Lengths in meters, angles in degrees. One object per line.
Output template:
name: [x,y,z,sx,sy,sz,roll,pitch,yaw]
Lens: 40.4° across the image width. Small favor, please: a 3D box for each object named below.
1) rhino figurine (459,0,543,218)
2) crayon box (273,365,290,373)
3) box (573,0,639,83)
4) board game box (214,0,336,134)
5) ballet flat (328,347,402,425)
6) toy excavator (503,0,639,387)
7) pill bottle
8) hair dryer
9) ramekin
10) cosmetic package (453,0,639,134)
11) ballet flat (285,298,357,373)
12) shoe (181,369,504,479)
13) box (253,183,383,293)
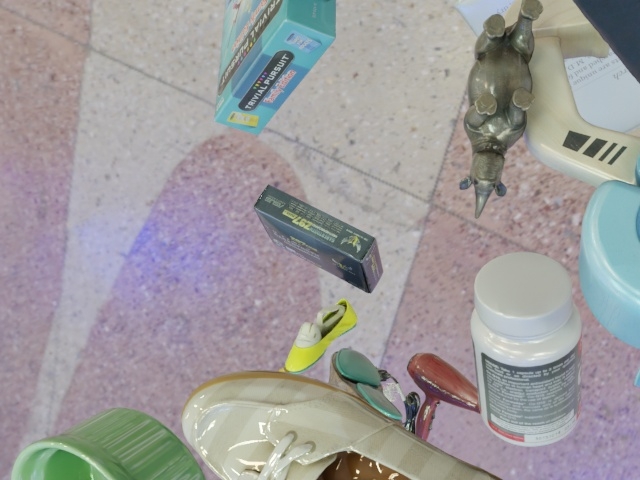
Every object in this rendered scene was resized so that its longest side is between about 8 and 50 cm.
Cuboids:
rhino figurine: [0.196,-0.141,0.972,0.073,0.106,0.243,10,81,3]
crayon box: [-0.121,0.425,2.027,0.323,0.083,0.203,-32,81,39]
box: [0.261,-0.251,0.459,0.293,0.395,0.212,-23,58,31]
board game box: [-0.066,-0.367,1.291,0.254,0.079,0.336,-42,40,52]
ballet flat: [0.062,0.294,1.580,0.107,0.316,0.106,23,99,-12]
toy excavator: [0.354,-0.052,0.956,0.445,0.222,0.433,21,76,19]
pill bottle: [0.312,0.166,1.315,0.161,0.161,0.283,14,137,29]
hair dryer: [0.243,0.351,1.892,0.293,0.080,0.224,-21,94,47]
ramekin: [-0.304,0.400,1.305,0.303,0.148,0.303,14,116,30]
cosmetic package: [0.445,-0.422,1.484,0.327,0.329,0.393,-29,127,24]
ballet flat: [-0.003,0.202,1.916,0.077,0.231,0.077,9,122,40]
shoe: [0.022,0.133,0.487,0.219,0.058,0.077,20,97,5]
box: [0.000,0.000,1.619,0.232,0.183,0.059,27,74,17]
